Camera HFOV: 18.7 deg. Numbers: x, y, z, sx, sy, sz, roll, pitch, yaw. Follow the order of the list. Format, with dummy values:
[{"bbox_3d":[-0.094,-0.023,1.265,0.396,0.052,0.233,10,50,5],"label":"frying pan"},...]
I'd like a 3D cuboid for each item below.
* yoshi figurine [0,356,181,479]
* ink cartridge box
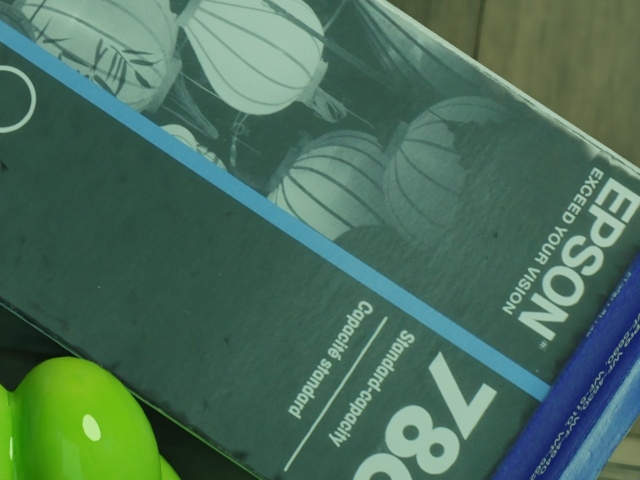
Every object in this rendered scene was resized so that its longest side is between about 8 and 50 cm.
[{"bbox_3d":[-0.082,0.208,0.645,0.203,0.203,0.362,-9,102,-41],"label":"yoshi figurine"},{"bbox_3d":[0.000,0.000,0.690,0.333,0.065,0.165,33,86,2],"label":"ink cartridge box"}]
